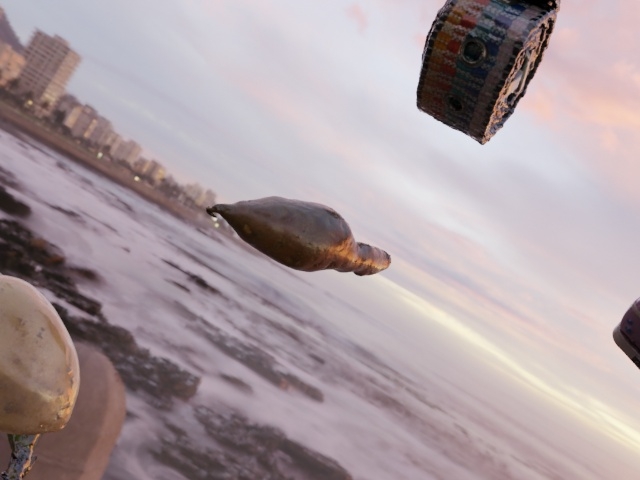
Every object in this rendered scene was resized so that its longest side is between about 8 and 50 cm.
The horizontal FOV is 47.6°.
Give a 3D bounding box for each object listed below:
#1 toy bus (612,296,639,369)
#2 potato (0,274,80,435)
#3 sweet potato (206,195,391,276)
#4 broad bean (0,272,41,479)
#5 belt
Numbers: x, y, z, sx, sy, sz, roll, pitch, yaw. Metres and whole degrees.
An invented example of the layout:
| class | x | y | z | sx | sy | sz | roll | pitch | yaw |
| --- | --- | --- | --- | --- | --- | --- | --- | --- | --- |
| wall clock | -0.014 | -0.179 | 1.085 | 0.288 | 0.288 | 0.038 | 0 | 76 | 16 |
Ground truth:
| class | x | y | z | sx | sy | sz | roll | pitch | yaw |
| --- | --- | --- | --- | --- | --- | --- | --- | --- | --- |
| toy bus | 0.497 | 0.097 | 0.921 | 0.142 | 0.202 | 0.142 | 52 | -26 | 25 |
| potato | -0.270 | 0.101 | 0.636 | 0.112 | 0.112 | 0.147 | -176 | -113 | -84 |
| sweet potato | 0.003 | 0.001 | 0.768 | 0.269 | 0.075 | 0.074 | 18 | 7 | -45 |
| broad bean | -0.340 | 0.109 | 0.741 | 0.049 | 0.292 | 0.144 | -11 | 21 | 10 |
| belt | 0.235 | -0.282 | 1.089 | 0.160 | 0.207 | 0.295 | 34 | -8 | 15 |
